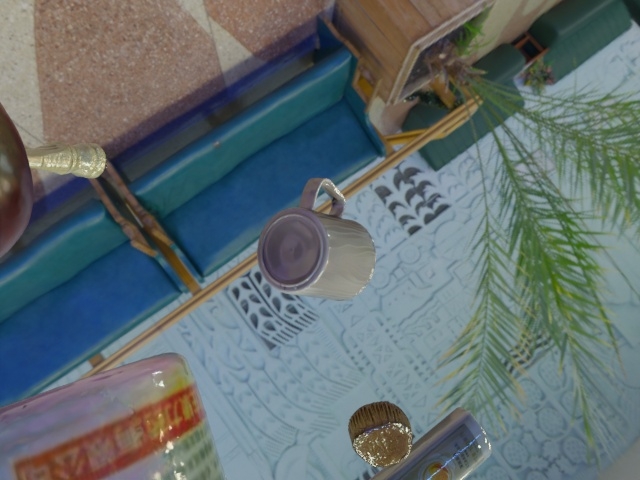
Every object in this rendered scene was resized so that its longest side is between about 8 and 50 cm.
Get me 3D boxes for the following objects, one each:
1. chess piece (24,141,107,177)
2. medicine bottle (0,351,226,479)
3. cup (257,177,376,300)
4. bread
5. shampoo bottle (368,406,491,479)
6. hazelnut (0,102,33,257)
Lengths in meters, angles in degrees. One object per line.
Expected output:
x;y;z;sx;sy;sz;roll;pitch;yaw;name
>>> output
-0.869;-0.269;1.475;0.137;0.137;0.301;-40;168;23;chess piece
-0.163;0.312;0.377;0.219;0.388;0.219;-19;171;-3;medicine bottle
0.013;0.011;1.134;0.288;0.208;0.273;-59;150;10;cup
0.078;0.247;0.588;0.085;0.085;0.053;-39;-159;13;bread
0.149;0.348;0.668;0.227;0.086;0.056;-29;-175;-18;shampoo bottle
-0.572;-0.055;0.540;0.359;0.359;0.409;-45;-173;48;hazelnut
